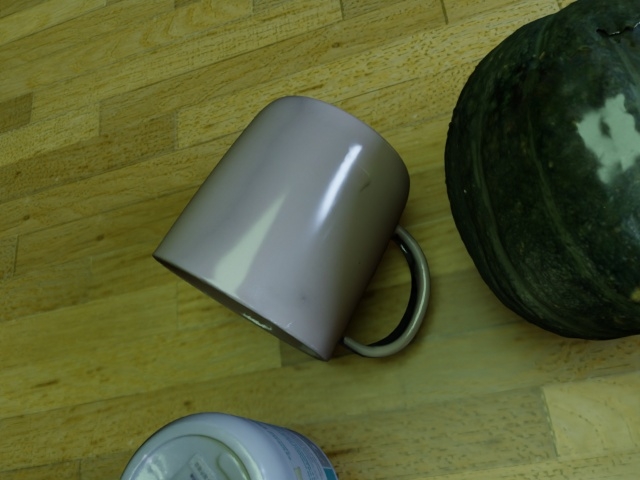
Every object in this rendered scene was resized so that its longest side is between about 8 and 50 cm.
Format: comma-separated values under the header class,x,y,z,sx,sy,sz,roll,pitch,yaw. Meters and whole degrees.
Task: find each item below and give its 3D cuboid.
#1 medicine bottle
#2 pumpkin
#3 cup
class,x,y,z,sx,sy,sz,roll,pitch,yaw
medicine bottle,-0.054,0.217,0.485,0.135,0.215,0.135,-7,66,17
pumpkin,0.261,-0.078,0.465,0.327,0.291,0.257,-24,89,-3
cup,0.000,0.000,0.591,0.253,0.191,0.200,32,77,-2
